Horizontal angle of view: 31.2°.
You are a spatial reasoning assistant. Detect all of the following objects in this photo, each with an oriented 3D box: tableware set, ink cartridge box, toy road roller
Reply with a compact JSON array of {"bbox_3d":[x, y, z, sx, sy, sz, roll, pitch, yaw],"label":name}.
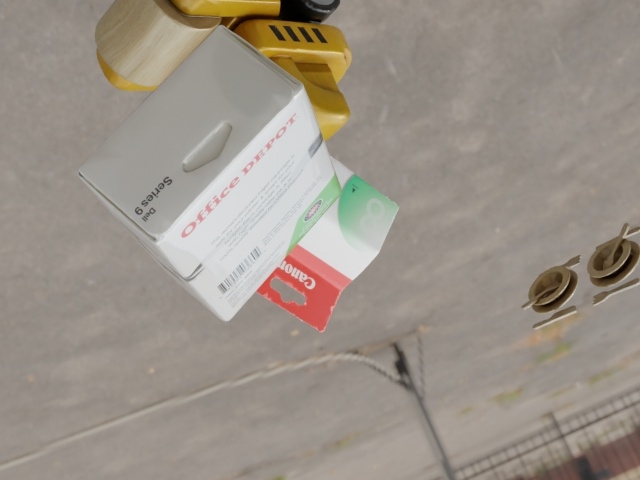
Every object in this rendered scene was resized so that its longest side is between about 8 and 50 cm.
[{"bbox_3d":[0.386,0.048,1.712,0.194,0.128,0.039,-30,117,35],"label":"tableware set"},{"bbox_3d":[-0.102,-0.061,1.208,0.211,0.121,0.289,-48,161,-9],"label":"ink cartridge box"},{"bbox_3d":[0.000,0.000,1.690,0.181,0.225,0.056,34,161,-31],"label":"ink cartridge box"},{"bbox_3d":[-0.101,-0.226,1.486,0.329,0.241,0.202,-6,156,-43],"label":"toy road roller"}]
